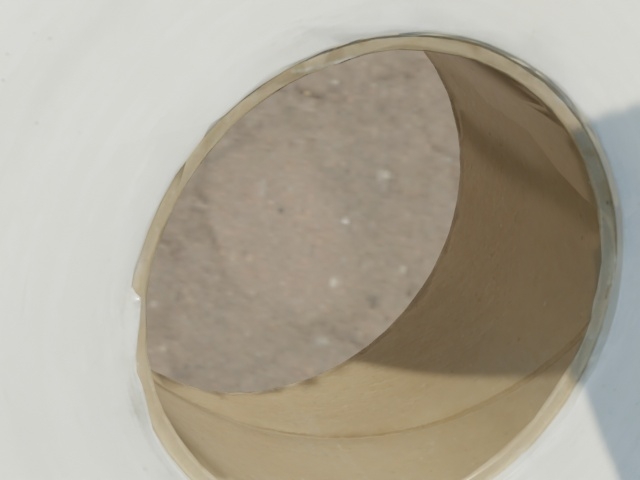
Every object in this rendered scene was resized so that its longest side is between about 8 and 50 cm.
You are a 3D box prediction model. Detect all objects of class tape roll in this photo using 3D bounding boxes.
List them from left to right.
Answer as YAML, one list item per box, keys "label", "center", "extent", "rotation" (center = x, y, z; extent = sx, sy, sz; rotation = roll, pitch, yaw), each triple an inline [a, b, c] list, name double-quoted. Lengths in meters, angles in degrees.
- label: "tape roll"
  center: [0.000, 0.000, 0.529]
  extent: [0.286, 0.100, 0.286]
  rotation: [-8, 112, -21]
